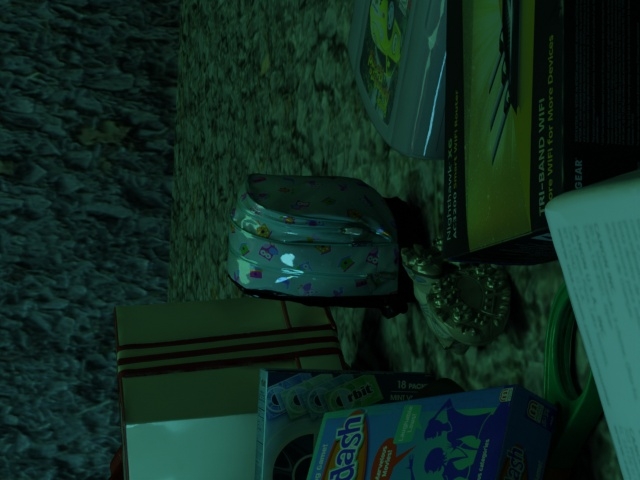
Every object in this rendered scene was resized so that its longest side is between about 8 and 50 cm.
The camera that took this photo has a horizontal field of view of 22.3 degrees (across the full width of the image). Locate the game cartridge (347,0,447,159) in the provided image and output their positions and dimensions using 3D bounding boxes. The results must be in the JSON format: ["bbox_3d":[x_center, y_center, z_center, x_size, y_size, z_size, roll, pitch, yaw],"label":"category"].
[{"bbox_3d":[0.084,-0.199,1.524,0.294,0.060,0.196,-111,23,-60],"label":"game cartridge"}]

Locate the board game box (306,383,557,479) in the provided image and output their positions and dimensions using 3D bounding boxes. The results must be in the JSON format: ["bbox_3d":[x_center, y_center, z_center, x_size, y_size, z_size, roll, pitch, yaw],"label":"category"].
[{"bbox_3d":[0.064,0.193,1.160,0.210,0.047,0.160,-17,51,49],"label":"board game box"}]

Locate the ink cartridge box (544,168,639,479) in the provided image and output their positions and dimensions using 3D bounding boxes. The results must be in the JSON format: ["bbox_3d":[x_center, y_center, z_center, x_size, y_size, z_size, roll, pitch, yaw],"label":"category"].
[{"bbox_3d":[0.228,0.107,0.579,0.385,0.091,0.308,170,84,-74],"label":"ink cartridge box"}]

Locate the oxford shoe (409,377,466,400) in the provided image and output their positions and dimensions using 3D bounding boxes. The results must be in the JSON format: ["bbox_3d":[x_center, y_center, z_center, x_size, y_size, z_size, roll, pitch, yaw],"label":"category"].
[{"bbox_3d":[0.124,0.170,1.244,0.076,0.076,0.212,50,-177,-15],"label":"oxford shoe"}]

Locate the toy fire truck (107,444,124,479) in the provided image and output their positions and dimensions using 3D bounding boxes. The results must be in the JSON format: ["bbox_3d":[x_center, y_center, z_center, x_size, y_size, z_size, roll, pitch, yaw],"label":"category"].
[{"bbox_3d":[-0.131,0.355,1.863,0.169,0.302,0.254,-62,-2,30],"label":"toy fire truck"}]

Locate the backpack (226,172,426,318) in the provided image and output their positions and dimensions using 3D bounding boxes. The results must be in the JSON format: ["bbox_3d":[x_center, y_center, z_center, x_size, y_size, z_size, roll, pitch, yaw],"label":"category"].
[{"bbox_3d":[0.000,0.000,1.548,0.152,0.182,0.115,-123,38,-69],"label":"backpack"}]

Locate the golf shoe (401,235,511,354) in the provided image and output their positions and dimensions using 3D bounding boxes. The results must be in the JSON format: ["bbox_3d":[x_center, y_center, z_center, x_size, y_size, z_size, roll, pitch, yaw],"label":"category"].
[{"bbox_3d":[0.119,0.060,1.332,0.176,0.069,0.086,-114,10,-69],"label":"golf shoe"}]

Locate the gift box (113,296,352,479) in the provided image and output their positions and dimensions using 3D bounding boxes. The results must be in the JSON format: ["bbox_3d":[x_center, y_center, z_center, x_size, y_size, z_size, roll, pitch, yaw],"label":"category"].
[{"bbox_3d":[-0.072,0.191,1.641,0.255,0.258,0.276,-106,16,-55],"label":"gift box"}]

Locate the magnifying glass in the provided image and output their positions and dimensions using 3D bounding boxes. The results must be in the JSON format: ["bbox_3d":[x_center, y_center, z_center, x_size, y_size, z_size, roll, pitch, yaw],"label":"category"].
[{"bbox_3d":[0.171,0.133,1.144,0.092,0.026,0.231,-115,33,-64],"label":"magnifying glass"}]

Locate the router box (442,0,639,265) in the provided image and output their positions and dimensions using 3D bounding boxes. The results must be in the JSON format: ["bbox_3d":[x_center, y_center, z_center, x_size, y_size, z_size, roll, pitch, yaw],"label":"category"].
[{"bbox_3d":[0.158,-0.146,1.124,0.243,0.081,0.309,152,120,-75],"label":"router box"}]

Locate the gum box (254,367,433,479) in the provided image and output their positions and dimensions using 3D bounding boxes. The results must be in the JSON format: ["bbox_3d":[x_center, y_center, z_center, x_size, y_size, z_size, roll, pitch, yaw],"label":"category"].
[{"bbox_3d":[0.019,0.210,1.476,0.041,0.157,0.184,-175,87,-77],"label":"gum box"}]
